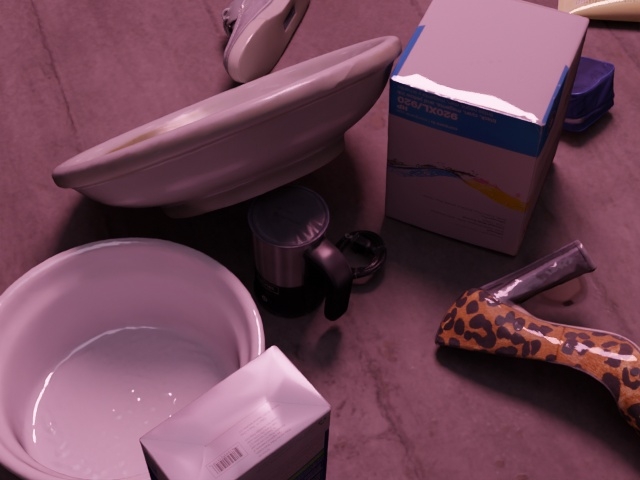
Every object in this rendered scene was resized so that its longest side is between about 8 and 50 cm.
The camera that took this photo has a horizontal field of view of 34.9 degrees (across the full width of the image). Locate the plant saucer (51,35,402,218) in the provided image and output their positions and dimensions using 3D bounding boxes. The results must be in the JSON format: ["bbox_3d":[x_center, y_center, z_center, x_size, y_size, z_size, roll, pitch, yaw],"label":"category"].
[{"bbox_3d":[-0.088,-0.109,1.113,0.401,0.400,0.100,-25,102,-17],"label":"plant saucer"}]

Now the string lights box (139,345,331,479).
[{"bbox_3d":[-0.066,0.213,0.871,0.133,0.259,0.077,-33,62,-23],"label":"string lights box"}]

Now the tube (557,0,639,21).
[{"bbox_3d":[0.449,-0.331,1.399,0.240,0.062,0.070,5,11,9],"label":"tube"}]

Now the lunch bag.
[{"bbox_3d":[0.322,-0.178,1.276,0.098,0.065,0.067,-36,42,-26],"label":"lunch bag"}]

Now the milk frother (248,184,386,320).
[{"bbox_3d":[0.000,0.000,1.103,0.129,0.134,0.143,23,57,15],"label":"milk frother"}]

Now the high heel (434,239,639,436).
[{"bbox_3d":[0.245,0.149,1.052,0.186,0.093,0.261,-28,70,7],"label":"high heel"}]

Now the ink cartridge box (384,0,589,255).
[{"bbox_3d":[0.178,-0.131,1.139,0.168,0.232,0.171,19,56,15],"label":"ink cartridge box"}]

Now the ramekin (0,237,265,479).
[{"bbox_3d":[-0.188,0.144,0.988,0.277,0.135,0.277,-1,51,2],"label":"ramekin"}]

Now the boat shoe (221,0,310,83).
[{"bbox_3d":[-0.086,-0.290,1.354,0.081,0.079,0.227,14,49,18],"label":"boat shoe"}]
